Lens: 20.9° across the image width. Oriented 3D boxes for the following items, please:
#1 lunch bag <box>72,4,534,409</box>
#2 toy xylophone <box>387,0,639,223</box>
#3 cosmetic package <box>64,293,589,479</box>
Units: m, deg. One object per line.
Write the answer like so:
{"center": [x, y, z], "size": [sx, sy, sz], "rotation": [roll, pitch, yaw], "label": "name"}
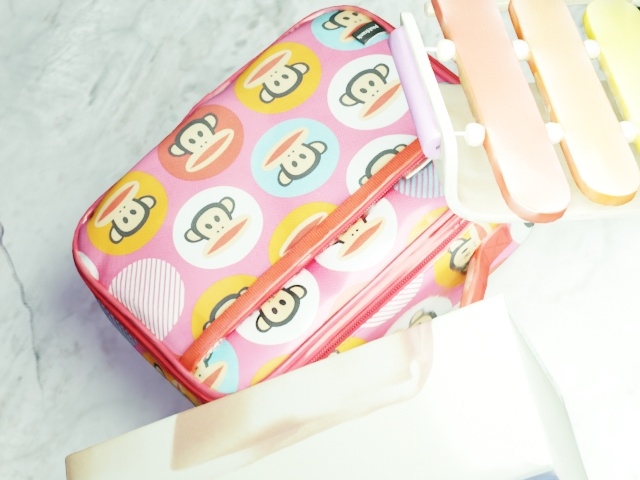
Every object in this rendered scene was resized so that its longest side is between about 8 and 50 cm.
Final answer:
{"center": [0.000, 0.000, 1.206], "size": [0.293, 0.120, 0.258], "rotation": [-43, 57, -8], "label": "lunch bag"}
{"center": [0.187, -0.106, 1.134], "size": [0.322, 0.081, 0.236], "rotation": [-10, 54, -21], "label": "toy xylophone"}
{"center": [0.010, 0.163, 1.070], "size": [0.296, 0.153, 0.129], "rotation": [-20, 54, 11], "label": "cosmetic package"}
